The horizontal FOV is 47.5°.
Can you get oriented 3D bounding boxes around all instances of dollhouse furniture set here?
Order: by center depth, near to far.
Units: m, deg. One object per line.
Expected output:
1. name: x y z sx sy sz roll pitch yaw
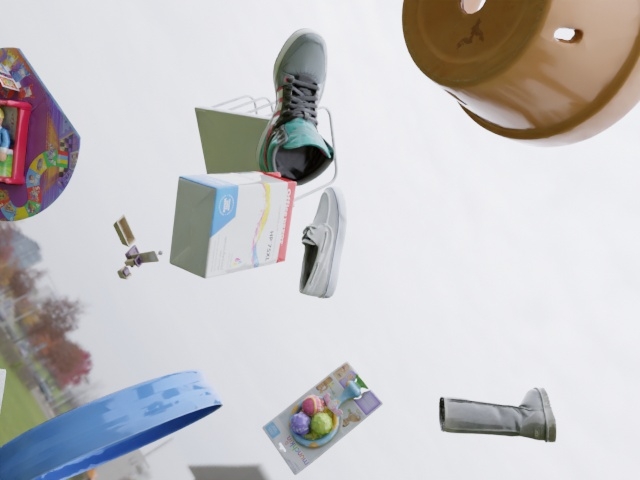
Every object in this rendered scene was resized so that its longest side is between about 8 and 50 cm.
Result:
1. dollhouse furniture set: -0.385 0.008 1.508 0.081 0.091 0.114 -8 -63 23

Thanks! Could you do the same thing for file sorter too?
1. file sorter: -0.115 -0.211 1.615 0.278 0.173 0.192 18 -55 43

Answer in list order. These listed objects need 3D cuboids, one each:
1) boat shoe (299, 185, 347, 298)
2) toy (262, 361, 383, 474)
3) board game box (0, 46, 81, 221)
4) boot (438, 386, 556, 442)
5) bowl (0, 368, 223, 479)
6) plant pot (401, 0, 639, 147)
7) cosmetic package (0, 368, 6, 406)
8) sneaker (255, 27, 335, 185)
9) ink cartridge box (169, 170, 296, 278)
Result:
1. boat shoe: 0.000 0.000 1.637 0.095 0.084 0.258 -11 -108 61
2. toy: -0.001 0.366 1.549 0.137 0.237 0.056 46 -14 37
3. board game box: -0.312 -0.101 0.693 0.168 0.133 0.033 54 15 9
4. boot: 0.332 0.328 1.393 0.189 0.209 0.076 -36 124 -80
5. bowl: -0.360 0.326 1.246 0.077 0.391 0.391 65 -22 12
6. plant pot: 0.236 -0.267 0.863 0.291 0.204 0.290 -2 -93 45
7. cosmetic package: -0.634 0.384 1.152 0.155 0.197 0.365 -28 -125 57
8. sneaker: -0.036 -0.221 1.313 0.178 0.124 0.295 -126 -133 -56
9. ink cartridge box: -0.114 -0.031 1.101 0.078 0.231 0.134 18 -73 32
